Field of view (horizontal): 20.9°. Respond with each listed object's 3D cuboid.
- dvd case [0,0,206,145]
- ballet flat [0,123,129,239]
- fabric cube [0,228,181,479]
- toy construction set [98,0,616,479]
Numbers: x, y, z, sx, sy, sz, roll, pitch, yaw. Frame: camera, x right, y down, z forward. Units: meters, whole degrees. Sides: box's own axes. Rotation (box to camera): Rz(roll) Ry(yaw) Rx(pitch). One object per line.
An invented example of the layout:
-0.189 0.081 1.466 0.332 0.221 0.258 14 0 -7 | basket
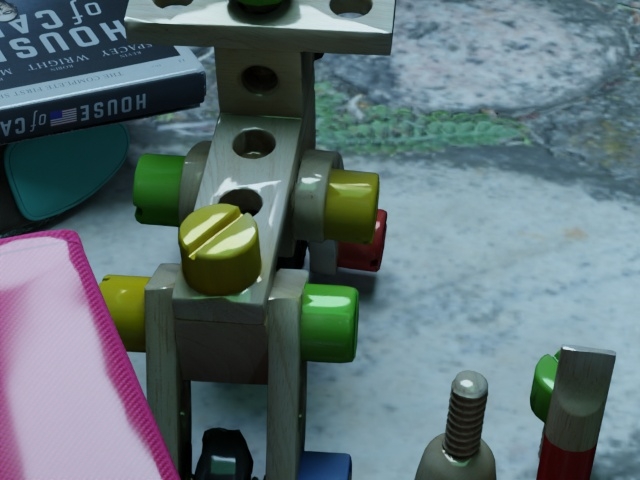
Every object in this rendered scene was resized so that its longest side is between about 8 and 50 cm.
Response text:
-0.194 -0.131 1.005 0.179 0.030 0.239 -14 39 -23 | dvd case
-0.189 -0.030 0.956 0.070 0.070 0.188 29 42 27 | ballet flat
-0.153 0.192 0.531 0.254 0.259 0.258 -14 43 -19 | fabric cube
0.000 0.000 0.797 0.309 0.237 0.257 24 43 22 | toy construction set
